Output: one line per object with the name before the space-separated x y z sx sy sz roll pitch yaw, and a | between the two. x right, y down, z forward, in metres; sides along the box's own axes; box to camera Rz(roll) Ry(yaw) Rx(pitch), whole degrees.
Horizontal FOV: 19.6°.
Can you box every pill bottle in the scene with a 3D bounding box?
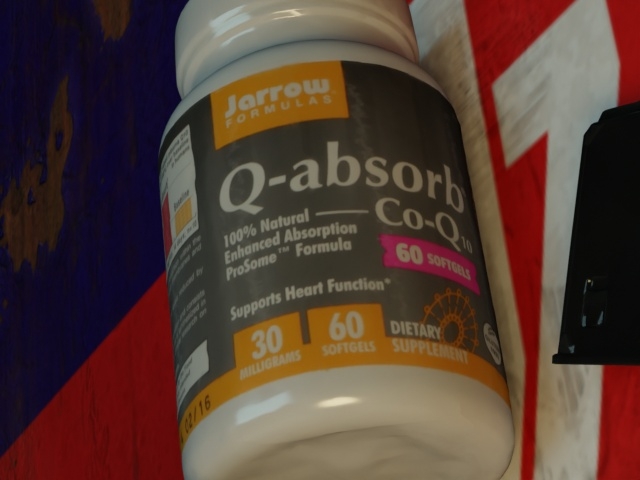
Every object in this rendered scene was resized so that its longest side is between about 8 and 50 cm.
pill bottle | 0.000 0.000 0.944 0.162 0.162 0.278 -47 41 46

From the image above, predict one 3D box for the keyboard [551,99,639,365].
keyboard | 0.192 0.029 0.711 0.317 0.033 0.202 -7 73 63
